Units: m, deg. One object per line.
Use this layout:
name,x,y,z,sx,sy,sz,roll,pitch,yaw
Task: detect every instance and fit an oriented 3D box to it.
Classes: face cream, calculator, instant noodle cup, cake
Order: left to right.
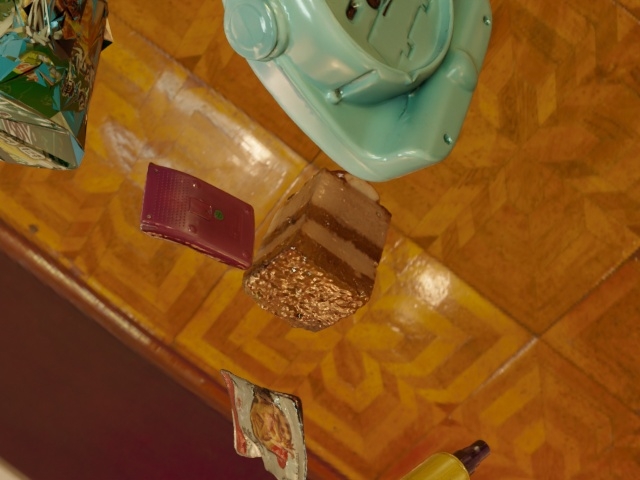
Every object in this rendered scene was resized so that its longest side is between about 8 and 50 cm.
instant noodle cup,-0.333,-0.199,0.879,0.240,0.178,0.240,14,164,4
calculator,-0.175,-0.037,1.245,0.191,0.126,0.034,23,137,-30
cake,0.000,0.000,1.599,0.196,0.293,0.199,33,140,-16
face cream,0.163,0.376,1.266,0.078,0.273,0.078,25,126,40

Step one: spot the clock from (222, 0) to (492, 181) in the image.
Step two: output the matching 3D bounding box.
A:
clock,0.022,-0.199,0.679,0.094,0.223,0.274,-15,134,43

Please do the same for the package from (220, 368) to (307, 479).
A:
package,-0.088,0.291,1.311,0.239,0.030,0.154,8,107,60
